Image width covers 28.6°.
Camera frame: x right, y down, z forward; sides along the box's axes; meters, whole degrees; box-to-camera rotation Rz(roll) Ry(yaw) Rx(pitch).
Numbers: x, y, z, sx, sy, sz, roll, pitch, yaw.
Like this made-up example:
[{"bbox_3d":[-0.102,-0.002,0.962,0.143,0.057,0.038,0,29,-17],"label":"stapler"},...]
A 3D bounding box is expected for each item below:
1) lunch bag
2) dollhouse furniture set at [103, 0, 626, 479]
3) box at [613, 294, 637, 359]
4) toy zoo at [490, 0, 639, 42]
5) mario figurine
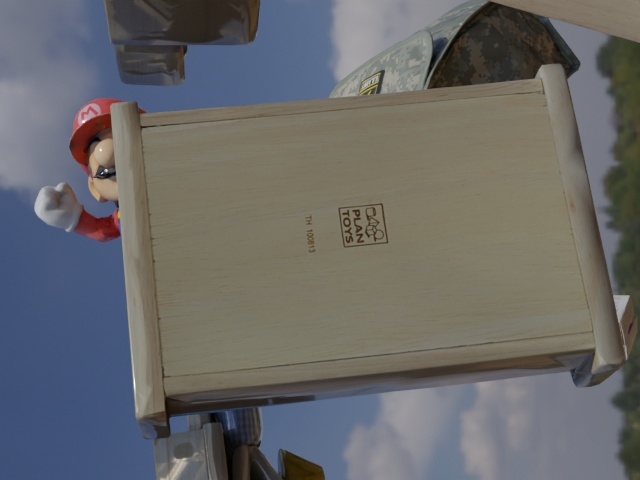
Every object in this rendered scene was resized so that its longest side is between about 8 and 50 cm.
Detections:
[{"bbox_3d":[0.134,-0.172,1.553,0.287,0.235,0.169,-41,-80,-34],"label":"lunch bag"},{"bbox_3d":[0.000,0.000,0.671,0.303,0.198,0.286,104,160,-70],"label":"dollhouse furniture set"},{"bbox_3d":[0.258,0.113,1.684,0.067,0.324,0.063,-52,-47,-49],"label":"box"},{"bbox_3d":[0.182,-0.223,0.878,0.293,0.192,0.030,-87,13,-54],"label":"toy zoo"},{"bbox_3d":[-0.221,-0.039,1.519,0.320,0.198,0.170,61,146,18],"label":"mario figurine"}]
